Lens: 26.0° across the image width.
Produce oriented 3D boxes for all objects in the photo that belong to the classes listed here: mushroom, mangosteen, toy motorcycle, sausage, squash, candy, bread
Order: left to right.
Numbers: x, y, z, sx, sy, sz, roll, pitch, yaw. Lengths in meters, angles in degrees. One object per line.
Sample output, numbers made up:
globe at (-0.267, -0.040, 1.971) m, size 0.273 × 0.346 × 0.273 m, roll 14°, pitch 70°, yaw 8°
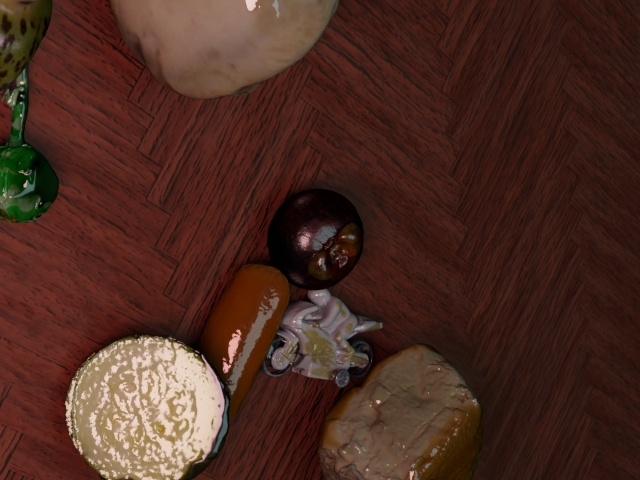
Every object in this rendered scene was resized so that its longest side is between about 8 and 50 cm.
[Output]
candy at (-0.369, -0.183, 1.694) m, size 0.097 × 0.097 × 0.323 m, roll -1°, pitch 94°, yaw -41°
squash at (-0.229, 0.221, 1.873) m, size 0.220 × 0.133 × 0.220 m, roll 0°, pitch 98°, yaw -2°
sausage at (-0.121, 0.144, 1.974) m, size 0.098 × 0.098 × 0.238 m, roll 27°, pitch 87°, yaw -42°
mushroom at (-0.094, -0.334, 1.779) m, size 0.336 × 0.314 × 0.314 m, roll -11°, pitch 111°, yaw -66°
mangosteen at (0.000, 0.000, 2.001) m, size 0.152 × 0.152 × 0.152 m, roll -12°, pitch 109°, yaw -38°
toy motorcycle at (0.002, 0.141, 2.094) m, size 0.229 × 0.074 × 0.151 m, roll 6°, pitch 94°, yaw -39°
bread at (0.131, 0.318, 2.138) m, size 0.279 × 0.225 × 0.250 m, roll -41°, pitch 144°, yaw -22°

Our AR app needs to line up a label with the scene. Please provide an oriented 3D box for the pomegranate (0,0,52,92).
pomegranate at (-0.405, -0.268, 1.510) m, size 0.254 × 0.271 × 0.254 m, roll -5°, pitch 90°, yaw -66°
